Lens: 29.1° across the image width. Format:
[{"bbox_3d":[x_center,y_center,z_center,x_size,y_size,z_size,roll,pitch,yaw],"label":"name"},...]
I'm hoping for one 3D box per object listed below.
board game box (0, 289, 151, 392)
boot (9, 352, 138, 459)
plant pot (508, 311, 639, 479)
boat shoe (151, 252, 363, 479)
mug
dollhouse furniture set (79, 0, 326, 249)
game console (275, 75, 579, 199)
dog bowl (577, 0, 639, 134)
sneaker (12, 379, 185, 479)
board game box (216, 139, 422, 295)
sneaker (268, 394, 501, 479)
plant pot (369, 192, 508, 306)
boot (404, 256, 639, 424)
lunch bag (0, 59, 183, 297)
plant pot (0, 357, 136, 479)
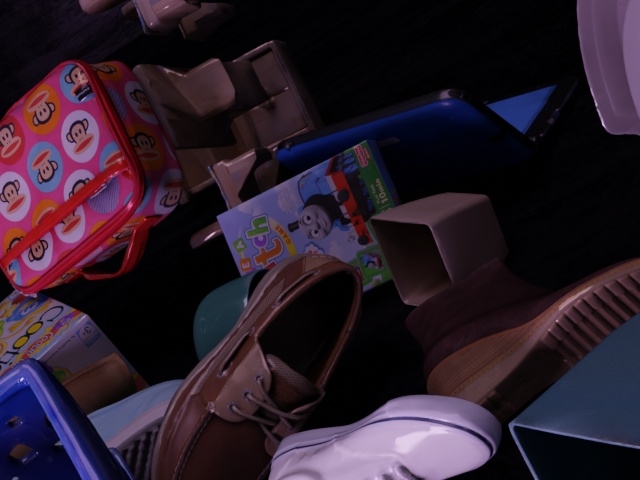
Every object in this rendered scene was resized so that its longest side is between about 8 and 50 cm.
[{"bbox_3d":[-0.357,0.170,1.603,0.144,0.142,0.275,-44,25,-19],"label":"board game box"},{"bbox_3d":[-0.334,0.275,1.417,0.269,0.236,0.089,-26,53,-32],"label":"boot"},{"bbox_3d":[0.285,0.124,0.837,0.234,0.165,0.165,-40,23,-30],"label":"plant pot"},{"bbox_3d":[-0.060,0.146,1.222,0.116,0.123,0.324,-13,47,63],"label":"boat shoe"},{"bbox_3d":[-0.083,0.115,1.359,0.097,0.129,0.158,-23,27,27],"label":"mug"},{"bbox_3d":[-0.186,-0.173,1.772,0.256,0.362,0.394,-26,-2,17],"label":"dollhouse furniture set"},{"bbox_3d":[0.133,-0.154,1.533,0.293,0.250,0.173,-14,59,40],"label":"game console"},{"bbox_3d":[0.346,-0.117,0.989,0.102,0.349,0.349,-26,23,-10],"label":"dog bowl"},{"bbox_3d":[-0.261,0.272,1.332,0.366,0.135,0.150,-27,16,-2],"label":"sneaker"},{"bbox_3d":[0.000,0.000,1.437,0.211,0.160,0.039,-26,-8,22],"label":"board game box"},{"bbox_3d":[0.050,0.209,1.085,0.258,0.094,0.091,-26,33,42],"label":"sneaker"},{"bbox_3d":[0.135,0.003,1.319,0.096,0.109,0.109,-34,21,-26],"label":"plant pot"},{"bbox_3d":[0.194,0.058,1.147,0.248,0.090,0.207,-36,26,9],"label":"boot"},{"bbox_3d":[-0.315,-0.064,1.592,0.293,0.258,0.120,-35,-14,32],"label":"lunch bag"},{"bbox_3d":[-0.259,0.290,1.119,0.236,0.212,0.236,-37,51,-3],"label":"plant pot"}]
